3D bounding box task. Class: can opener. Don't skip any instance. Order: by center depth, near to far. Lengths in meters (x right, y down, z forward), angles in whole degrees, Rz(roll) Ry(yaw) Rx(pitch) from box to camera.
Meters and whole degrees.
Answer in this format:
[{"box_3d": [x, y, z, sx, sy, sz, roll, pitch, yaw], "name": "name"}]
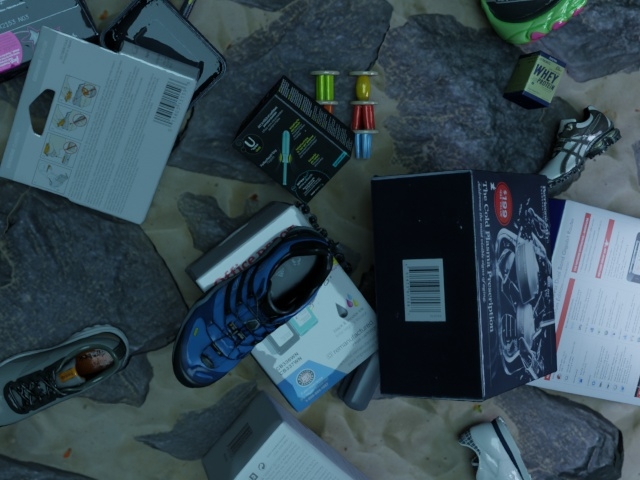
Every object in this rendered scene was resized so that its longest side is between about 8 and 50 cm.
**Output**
[{"box_3d": [0.124, 0.170, 1.718, 0.093, 0.074, 0.280, 30, 88, -14], "name": "can opener"}]

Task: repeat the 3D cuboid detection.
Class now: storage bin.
[{"box_3d": [-0.249, -0.301, 1.575, 0.122, 0.084, 0.180, -44, 102, 6], "name": "storage bin"}]

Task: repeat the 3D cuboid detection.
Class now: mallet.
[{"box_3d": [-0.194, -0.415, 1.617, 0.062, 0.039, 0.189, 18, 96, -16], "name": "mallet"}]

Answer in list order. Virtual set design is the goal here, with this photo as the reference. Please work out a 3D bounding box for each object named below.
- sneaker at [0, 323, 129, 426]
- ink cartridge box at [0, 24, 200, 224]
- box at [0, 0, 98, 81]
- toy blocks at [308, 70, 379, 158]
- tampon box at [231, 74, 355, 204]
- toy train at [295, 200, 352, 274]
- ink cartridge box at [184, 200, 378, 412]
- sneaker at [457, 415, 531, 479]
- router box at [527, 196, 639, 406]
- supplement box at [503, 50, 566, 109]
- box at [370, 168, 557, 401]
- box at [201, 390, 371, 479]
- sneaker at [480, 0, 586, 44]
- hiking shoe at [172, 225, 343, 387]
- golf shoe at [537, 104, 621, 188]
[{"box_3d": [-0.437, 0.219, 1.578, 0.272, 0.108, 0.100, -27, 102, -8], "name": "sneaker"}, {"box_3d": [-0.346, -0.181, 1.529, 0.239, 0.060, 0.275, 20, 118, -13], "name": "ink cartridge box"}, {"box_3d": [-0.485, -0.334, 1.500, 0.247, 0.142, 0.163, -24, 99, -11], "name": "box"}, {"box_3d": [0.040, -0.213, 1.676, 0.123, 0.054, 0.148, -2, 96, -13], "name": "toy blocks"}, {"box_3d": [-0.043, -0.166, 1.616, 0.161, 0.101, 0.120, 39, 115, -14], "name": "tampon box"}, {"box_3d": [0.000, 0.000, 1.700, 0.036, 0.027, 0.158, -35, 102, 3], "name": "toy train"}, {"box_3d": [-0.058, 0.099, 1.606, 0.198, 0.197, 0.270, -39, 101, -7], "name": "ink cartridge box"}, {"box_3d": [0.335, 0.436, 1.795, 0.095, 0.090, 0.235, -25, 96, 3], "name": "sneaker"}, {"box_3d": [0.508, 0.114, 1.782, 0.301, 0.082, 0.335, 14, 92, -20], "name": "router box"}, {"box_3d": [0.376, -0.281, 1.731, 0.056, 0.083, 0.083, 23, 88, -15], "name": "supplement box"}, {"box_3d": [0.239, 0.063, 1.585, 0.312, 0.179, 0.343, -4, 91, -57], "name": "box"}, {"box_3d": [-0.008, 0.439, 1.640, 0.345, 0.215, 0.168, 41, 85, -12], "name": "box"}, {"box_3d": [0.463, -0.543, 1.656, 0.483, 0.185, 0.202, -41, 96, 4], "name": "sneaker"}, {"box_3d": [-0.102, 0.095, 1.427, 0.113, 0.132, 0.304, 43, 85, -11], "name": "hiking shoe"}, {"box_3d": [0.441, -0.164, 1.769, 0.198, 0.077, 0.094, -37, 91, -14], "name": "golf shoe"}]
